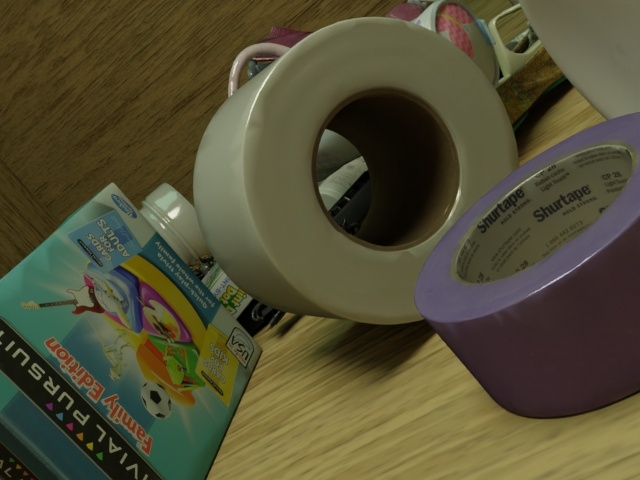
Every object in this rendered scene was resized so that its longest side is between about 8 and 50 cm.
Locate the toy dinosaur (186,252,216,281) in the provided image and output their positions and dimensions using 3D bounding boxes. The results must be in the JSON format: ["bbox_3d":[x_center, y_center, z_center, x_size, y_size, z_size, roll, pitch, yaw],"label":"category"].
[{"bbox_3d":[-0.287,0.131,1.323,0.322,0.164,0.218,-55,-9,24],"label":"toy dinosaur"}]

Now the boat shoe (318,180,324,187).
[{"bbox_3d":[0.008,-0.091,1.265,0.083,0.076,0.226,-42,13,-6],"label":"boat shoe"}]

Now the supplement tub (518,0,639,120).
[{"bbox_3d":[0.302,-0.217,0.470,0.331,0.241,0.241,-41,13,0],"label":"supplement tub"}]

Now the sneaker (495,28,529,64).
[{"bbox_3d":[0.279,-0.256,1.112,0.152,0.053,0.061,-38,2,-17],"label":"sneaker"}]

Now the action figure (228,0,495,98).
[{"bbox_3d":[0.072,-0.250,1.139,0.370,0.248,0.276,-6,-4,9],"label":"action figure"}]

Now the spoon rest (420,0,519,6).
[{"bbox_3d":[0.280,-0.390,1.213,0.276,0.084,0.137,-5,19,-25],"label":"spoon rest"}]

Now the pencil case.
[{"bbox_3d":[0.061,-0.157,0.895,0.273,0.113,0.124,-23,-1,43],"label":"pencil case"}]

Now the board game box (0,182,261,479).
[{"bbox_3d":[-0.199,0.118,0.763,0.079,0.254,0.336,-35,14,23],"label":"board game box"}]

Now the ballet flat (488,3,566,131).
[{"bbox_3d":[0.210,-0.190,0.930,0.348,0.123,0.123,-41,13,-2],"label":"ballet flat"}]

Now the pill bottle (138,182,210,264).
[{"bbox_3d":[-0.374,0.070,1.540,0.361,0.204,0.204,-44,13,-12],"label":"pill bottle"}]

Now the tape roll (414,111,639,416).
[{"bbox_3d":[0.155,0.011,0.494,0.189,0.080,0.189,-38,12,10],"label":"tape roll"}]

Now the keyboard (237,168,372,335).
[{"bbox_3d":[0.000,0.000,0.968,0.317,0.033,0.201,-48,10,19],"label":"keyboard"}]

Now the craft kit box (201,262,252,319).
[{"bbox_3d":[-0.113,0.043,1.087,0.246,0.061,0.250,-53,8,18],"label":"craft kit box"}]

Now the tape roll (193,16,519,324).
[{"bbox_3d":[0.025,-0.052,0.709,0.246,0.246,0.169,-45,14,-18],"label":"tape roll"}]

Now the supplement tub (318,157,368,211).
[{"bbox_3d":[0.039,-0.069,1.115,0.071,0.071,0.107,-24,21,51],"label":"supplement tub"}]
